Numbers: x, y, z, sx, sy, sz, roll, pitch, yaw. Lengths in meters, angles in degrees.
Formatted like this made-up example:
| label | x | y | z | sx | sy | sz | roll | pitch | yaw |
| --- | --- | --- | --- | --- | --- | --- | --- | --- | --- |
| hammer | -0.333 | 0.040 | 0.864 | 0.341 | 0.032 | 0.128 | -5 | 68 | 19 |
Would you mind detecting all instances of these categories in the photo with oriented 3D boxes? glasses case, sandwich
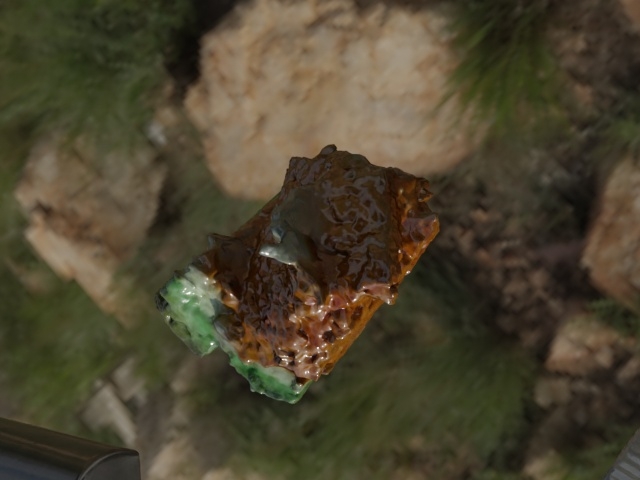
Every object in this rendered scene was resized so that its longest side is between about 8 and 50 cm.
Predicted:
| label | x | y | z | sx | sy | sz | roll | pitch | yaw |
| --- | --- | --- | --- | --- | --- | --- | --- | --- | --- |
| glasses case | -0.154 | 0.126 | 0.862 | 0.190 | 0.042 | 0.072 | 5 | 105 | 49 |
| sandwich | 0.004 | -0.004 | 1.013 | 0.109 | 0.185 | 0.160 | 40 | 137 | 2 |

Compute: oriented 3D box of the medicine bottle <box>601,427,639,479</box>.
| label | x | y | z | sx | sy | sz | roll | pitch | yaw |
| --- | --- | --- | --- | --- | --- | --- | --- | --- | --- |
| medicine bottle | 0.351 | 0.276 | 1.128 | 0.384 | 0.224 | 0.224 | 31 | 140 | 22 |
